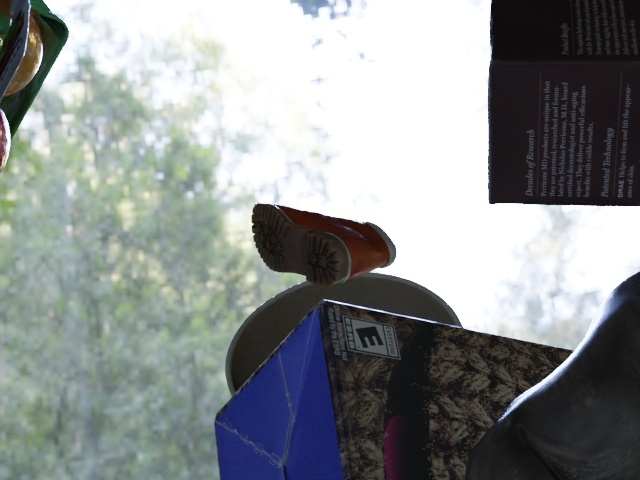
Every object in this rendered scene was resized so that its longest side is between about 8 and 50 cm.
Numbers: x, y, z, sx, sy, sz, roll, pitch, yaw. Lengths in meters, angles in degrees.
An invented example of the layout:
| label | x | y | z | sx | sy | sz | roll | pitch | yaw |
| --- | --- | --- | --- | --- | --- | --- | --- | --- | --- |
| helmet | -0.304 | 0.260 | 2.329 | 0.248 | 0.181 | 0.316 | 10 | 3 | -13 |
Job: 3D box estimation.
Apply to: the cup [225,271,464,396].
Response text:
| label | x | y | z | sx | sy | sz | roll | pitch | yaw |
| --- | --- | --- | --- | --- | --- | --- | --- | --- | --- |
| cup | 0.049 | 0.238 | 1.991 | 0.331 | 0.331 | 0.237 | -9 | -51 | 1 |

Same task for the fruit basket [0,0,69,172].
| label | x | y | z | sx | sy | sz | roll | pitch | yaw |
| --- | --- | --- | --- | --- | --- | --- | --- | --- | --- |
| fruit basket | -0.404 | -0.154 | 1.562 | 0.165 | 0.353 | 0.327 | 26 | -64 | -18 |

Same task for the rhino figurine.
| label | x | y | z | sx | sy | sz | roll | pitch | yaw |
| --- | --- | --- | --- | --- | --- | --- | --- | --- | --- |
| rhino figurine | 0.164 | 0.063 | 0.655 | 0.243 | 0.106 | 0.073 | -46 | -39 | -8 |

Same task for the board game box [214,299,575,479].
| label | x | y | z | sx | sy | sz | roll | pitch | yaw |
| --- | --- | --- | --- | --- | --- | --- | --- | --- | --- |
| board game box | 0.105 | 0.189 | 0.832 | 0.291 | 0.232 | 0.141 | 12 | -41 | -28 |

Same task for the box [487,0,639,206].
| label | x | y | z | sx | sy | sz | roll | pitch | yaw |
| --- | --- | --- | --- | --- | --- | --- | --- | --- | --- |
| box | 0.270 | -0.145 | 1.409 | 0.203 | 0.168 | 0.167 | 1 | -55 | 9 |

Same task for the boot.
| label | x | y | z | sx | sy | sz | roll | pitch | yaw |
| --- | --- | --- | --- | --- | --- | --- | --- | --- | --- |
| boot | 0.000 | 0.000 | 1.304 | 0.085 | 0.059 | 0.158 | -13 | 25 | -35 |
